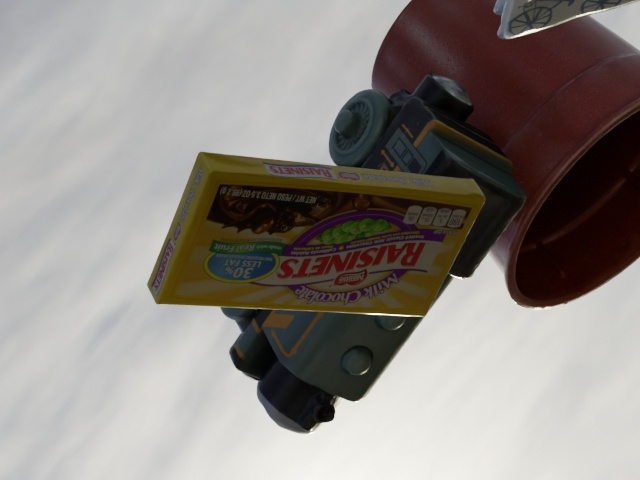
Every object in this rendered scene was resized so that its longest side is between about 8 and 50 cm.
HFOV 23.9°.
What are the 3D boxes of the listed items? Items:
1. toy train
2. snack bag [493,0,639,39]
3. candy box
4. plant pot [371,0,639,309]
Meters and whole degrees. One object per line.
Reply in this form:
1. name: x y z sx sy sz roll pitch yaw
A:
1. toy train: 0.037 0.013 1.323 0.142 0.190 0.334 27 -72 -31
2. snack bag: 0.281 -0.247 0.893 0.343 0.037 0.323 -19 -18 -10
3. candy box: 0.000 0.000 0.966 0.206 0.027 0.105 4 -52 -31
4. plant pot: 0.205 -0.121 1.468 0.272 0.265 0.272 -28 -33 -21
